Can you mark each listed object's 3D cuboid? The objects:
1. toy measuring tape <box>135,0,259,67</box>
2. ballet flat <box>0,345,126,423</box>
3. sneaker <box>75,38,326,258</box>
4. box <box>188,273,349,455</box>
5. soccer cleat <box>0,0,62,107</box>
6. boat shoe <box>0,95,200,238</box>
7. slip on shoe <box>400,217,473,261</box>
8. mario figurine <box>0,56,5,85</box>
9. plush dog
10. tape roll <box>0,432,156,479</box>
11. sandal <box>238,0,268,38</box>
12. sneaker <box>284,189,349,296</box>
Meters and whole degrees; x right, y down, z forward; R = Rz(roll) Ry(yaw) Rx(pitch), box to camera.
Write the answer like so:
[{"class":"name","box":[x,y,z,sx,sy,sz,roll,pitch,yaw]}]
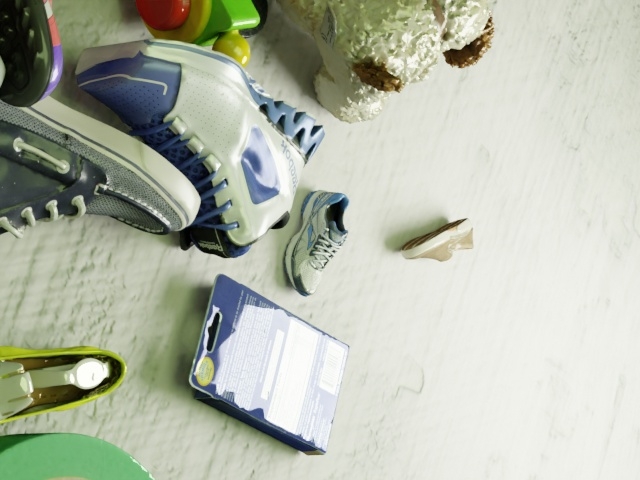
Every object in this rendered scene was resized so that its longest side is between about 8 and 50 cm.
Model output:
[{"class":"toy measuring tape","box":[-0.169,-0.316,1.697,0.121,0.121,0.330,-16,74,-46]},{"class":"ballet flat","box":[-0.282,0.136,1.505,0.231,0.077,0.077,-6,90,-47]},{"class":"sneaker","box":[-0.117,-0.082,1.663,0.315,0.127,0.182,26,68,-47]},{"class":"box","box":[-0.063,0.139,1.764,0.225,0.036,0.136,34,61,-40]},{"class":"soccer cleat","box":[-0.287,-0.249,1.453,0.116,0.108,0.318,9,43,-48]},{"class":"boat shoe","box":[-0.278,-0.050,1.516,0.340,0.127,0.158,31,67,-30]},{"class":"slip on shoe","box":[0.152,0.008,2.003,0.135,0.051,0.041,-25,100,-53]},{"class":"mario figurine","box":[-0.391,-0.096,1.337,0.198,0.170,0.320,-12,119,-51]},{"class":"plush dog","box":[0.098,-0.265,1.813,0.225,0.210,0.262,-37,125,-15]},{"class":"tape roll","box":[-0.265,0.343,1.495,0.321,0.077,0.321,8,79,-45]},{"class":"sandal","box":[-0.094,-0.299,1.800,0.067,0.040,0.179,36,45,-44]},{"class":"sneaker","box":[0.000,0.000,1.835,0.052,0.058,0.135,30,64,-40]}]
